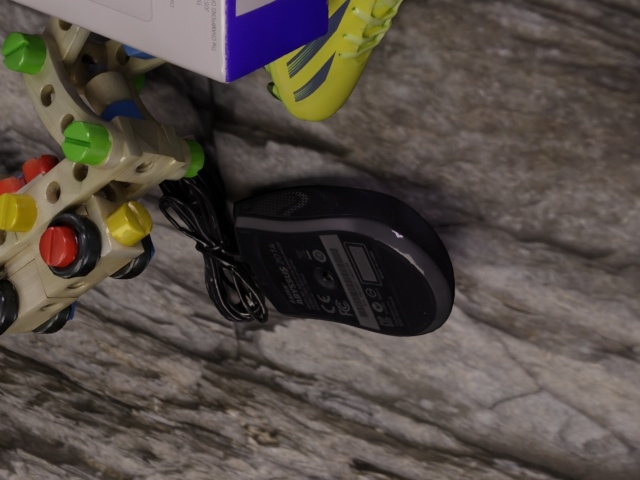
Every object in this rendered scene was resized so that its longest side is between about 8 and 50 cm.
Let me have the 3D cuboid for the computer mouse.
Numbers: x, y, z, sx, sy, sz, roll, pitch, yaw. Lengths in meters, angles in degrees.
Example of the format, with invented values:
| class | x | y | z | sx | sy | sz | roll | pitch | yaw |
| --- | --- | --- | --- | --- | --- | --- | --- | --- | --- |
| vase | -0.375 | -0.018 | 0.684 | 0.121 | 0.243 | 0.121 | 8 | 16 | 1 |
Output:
| class | x | y | z | sx | sy | sz | roll | pitch | yaw |
| --- | --- | --- | --- | --- | --- | --- | --- | --- | --- |
| computer mouse | 0.000 | 0.000 | 0.919 | 0.272 | 0.072 | 0.188 | 10 | 134 | 37 |

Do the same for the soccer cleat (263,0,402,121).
| class | x | y | z | sx | sy | sz | roll | pitch | yaw |
| --- | --- | --- | --- | --- | --- | --- | --- | --- | --- |
| soccer cleat | 0.032 | -0.183 | 0.723 | 0.121 | 0.093 | 0.289 | 21 | 133 | 10 |

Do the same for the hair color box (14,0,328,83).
| class | x | y | z | sx | sy | sz | roll | pitch | yaw |
| --- | --- | --- | --- | --- | --- | --- | --- | --- | --- |
| hair color box | -0.152 | -0.241 | 0.696 | 0.339 | 0.110 | 0.185 | 24 | 128 | 27 |

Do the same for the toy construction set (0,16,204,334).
| class | x | y | z | sx | sy | sz | roll | pitch | yaw |
| --- | --- | --- | --- | --- | --- | --- | --- | --- | --- |
| toy construction set | -0.218 | -0.050 | 0.903 | 0.328 | 0.151 | 0.215 | -39 | 66 | 44 |
